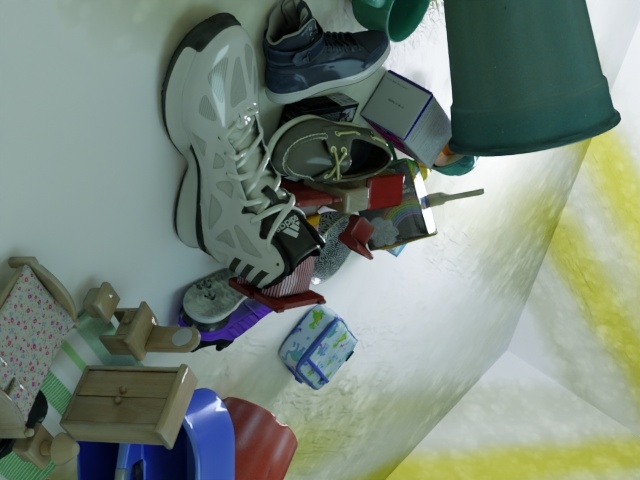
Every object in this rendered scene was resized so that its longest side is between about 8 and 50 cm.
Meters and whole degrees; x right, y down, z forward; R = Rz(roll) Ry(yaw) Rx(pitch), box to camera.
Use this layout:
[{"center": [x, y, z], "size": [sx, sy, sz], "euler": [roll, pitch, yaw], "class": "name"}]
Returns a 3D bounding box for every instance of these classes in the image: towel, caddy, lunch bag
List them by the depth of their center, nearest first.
[{"center": [-0.430, 0.275, 1.420], "size": [0.325, 0.038, 0.248], "euler": [-47, 153, -19], "class": "towel"}, {"center": [-0.279, 0.387, 1.458], "size": [0.179, 0.241, 0.341], "euler": [-17, 109, -64], "class": "caddy"}, {"center": [-0.005, 0.261, 2.134], "size": [0.176, 0.090, 0.219], "euler": [-48, 154, -11], "class": "lunch bag"}]

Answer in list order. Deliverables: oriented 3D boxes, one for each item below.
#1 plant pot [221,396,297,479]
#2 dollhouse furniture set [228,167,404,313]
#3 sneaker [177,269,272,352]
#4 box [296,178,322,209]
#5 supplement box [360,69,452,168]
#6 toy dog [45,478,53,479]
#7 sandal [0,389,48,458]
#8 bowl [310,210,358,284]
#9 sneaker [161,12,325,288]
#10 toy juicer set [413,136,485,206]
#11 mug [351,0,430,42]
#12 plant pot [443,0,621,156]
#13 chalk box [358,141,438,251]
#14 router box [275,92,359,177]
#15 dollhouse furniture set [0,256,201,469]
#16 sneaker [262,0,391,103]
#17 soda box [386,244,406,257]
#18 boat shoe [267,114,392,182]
[{"center": [-0.193, 0.490, 1.855], "size": [0.272, 0.272, 0.265], "euler": [89, 26, -52], "class": "plant pot"}, {"center": [0.023, -0.014, 1.632], "size": [0.374, 0.152, 0.201], "euler": [-10, 114, -42], "class": "dollhouse furniture set"}, {"center": [-0.162, 0.130, 1.680], "size": [0.293, 0.102, 0.146], "euler": [-18, 140, -47], "class": "sneaker"}, {"center": [-0.046, -0.067, 1.723], "size": [0.137, 0.027, 0.094], "euler": [-42, 150, -29], "class": "box"}, {"center": [0.186, -0.246, 1.833], "size": [0.114, 0.111, 0.220], "euler": [-58, 155, 3], "class": "supplement box"}, {"center": [-0.411, 0.509, 1.588], "size": [0.333, 0.161, 0.220], "euler": [-23, 140, -51], "class": "toy dog"}, {"center": [-0.505, 0.245, 1.129], "size": [0.167, 0.107, 0.446], "euler": [-61, 153, 1], "class": "sandal"}, {"center": [0.000, 0.000, 1.827], "size": [0.170, 0.080, 0.170], "euler": [-43, 152, -29], "class": "bowl"}, {"center": [-0.086, -0.104, 1.322], "size": [0.169, 0.257, 0.447], "euler": [-39, 150, -34], "class": "sneaker"}, {"center": [0.268, -0.179, 1.961], "size": [0.089, 0.209, 0.329], "euler": [51, 33, -24], "class": "toy juicer set"}, {"center": [0.110, -0.418, 1.497], "size": [0.129, 0.097, 0.158], "euler": [-53, 155, -8], "class": "mug"}, {"center": [0.387, -0.370, 1.732], "size": [0.341, 0.341, 0.334], "euler": [-31, 114, -43], "class": "plant pot"}, {"center": [0.147, -0.095, 1.855], "size": [0.132, 0.213, 0.132], "euler": [-16, 176, 15], "class": "chalk box"}, {"center": [-0.014, -0.191, 1.607], "size": [0.179, 0.046, 0.133], "euler": [-19, 137, -53], "class": "router box"}, {"center": [-0.316, 0.119, 1.192], "size": [0.355, 0.174, 0.303], "euler": [68, 28, -42], "class": "dollhouse furniture set"}, {"center": [0.012, -0.319, 1.399], "size": [0.226, 0.086, 0.163], "euler": [-26, 145, -15], "class": "sneaker"}, {"center": [0.157, -0.037, 2.090], "size": [0.071, 0.067, 0.210], "euler": [-53, 155, -9], "class": "soda box"}, {"center": [0.020, -0.152, 1.545], "size": [0.305, 0.091, 0.109], "euler": [-13, 128, -56], "class": "boat shoe"}]
